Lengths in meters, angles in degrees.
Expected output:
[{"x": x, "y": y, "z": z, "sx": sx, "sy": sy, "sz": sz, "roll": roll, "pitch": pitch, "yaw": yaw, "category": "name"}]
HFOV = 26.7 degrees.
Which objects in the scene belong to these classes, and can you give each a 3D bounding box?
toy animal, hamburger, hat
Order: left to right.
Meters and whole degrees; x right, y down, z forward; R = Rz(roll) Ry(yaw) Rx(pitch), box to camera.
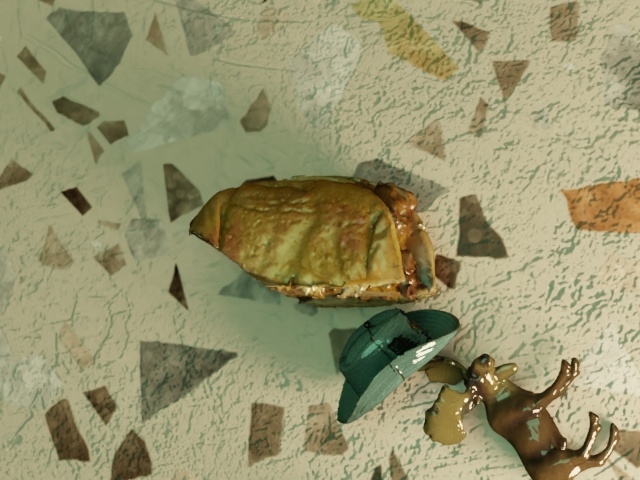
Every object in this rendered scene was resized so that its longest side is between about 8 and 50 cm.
[{"x": 0.000, "y": 0.000, "z": 1.649, "sx": 0.245, "sy": 0.155, "sz": 0.282, "roll": -42, "pitch": 66, "yaw": 3, "category": "hamburger"}, {"x": 0.071, "y": 0.132, "z": 1.610, "sx": 0.191, "sy": 0.138, "sz": 0.078, "roll": -41, "pitch": 102, "yaw": 7, "category": "hat"}, {"x": 0.222, "y": 0.201, "z": 1.569, "sx": 0.186, "sy": 0.094, "sz": 0.214, "roll": -33, "pitch": 79, "yaw": 19, "category": "toy animal"}]
